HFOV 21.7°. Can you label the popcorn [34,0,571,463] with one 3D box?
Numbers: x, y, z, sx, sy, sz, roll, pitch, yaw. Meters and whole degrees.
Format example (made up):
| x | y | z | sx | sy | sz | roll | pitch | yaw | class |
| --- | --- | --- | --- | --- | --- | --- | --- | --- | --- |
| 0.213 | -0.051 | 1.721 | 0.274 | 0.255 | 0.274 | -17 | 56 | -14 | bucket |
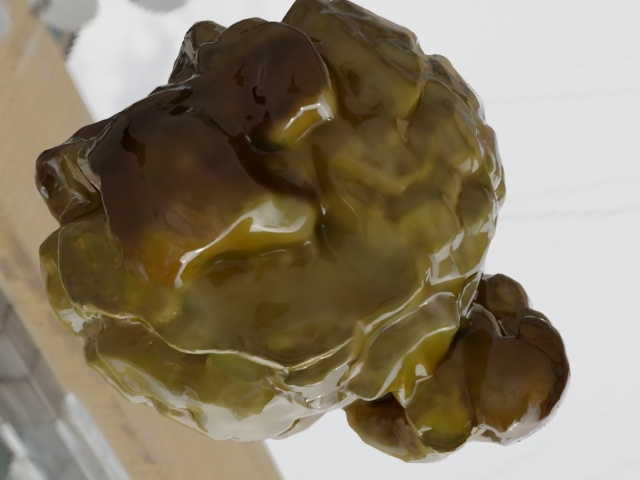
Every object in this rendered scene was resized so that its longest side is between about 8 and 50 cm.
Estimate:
| x | y | z | sx | sy | sz | roll | pitch | yaw | class |
| --- | --- | --- | --- | --- | --- | --- | --- | --- | --- |
| 0.000 | 0.000 | 0.971 | 0.332 | 0.225 | 0.265 | 25 | -102 | -2 | popcorn |
